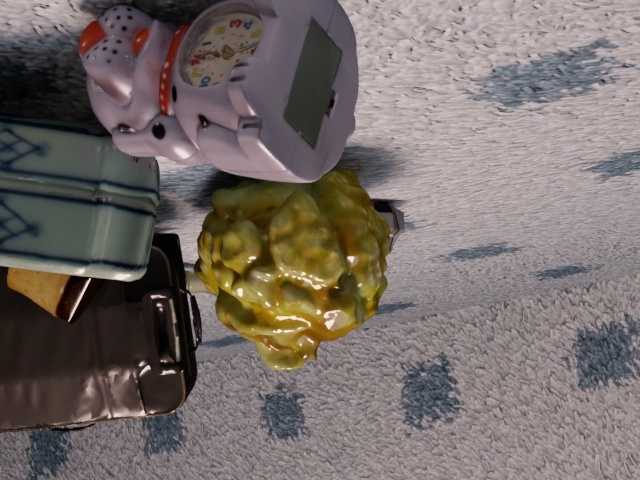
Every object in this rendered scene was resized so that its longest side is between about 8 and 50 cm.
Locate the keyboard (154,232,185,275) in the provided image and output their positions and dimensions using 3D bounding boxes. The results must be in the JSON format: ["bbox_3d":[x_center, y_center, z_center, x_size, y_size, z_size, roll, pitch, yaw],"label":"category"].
[{"bbox_3d":[-0.404,0.025,1.803,0.381,0.041,0.103,-3,131,0],"label":"keyboard"}]

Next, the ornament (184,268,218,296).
[{"bbox_3d":[-0.205,0.078,2.239,0.156,0.081,0.075,4,-162,-32],"label":"ornament"}]

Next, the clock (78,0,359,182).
[{"bbox_3d":[-0.113,-0.146,1.069,0.254,0.188,0.189,3,175,29],"label":"clock"}]

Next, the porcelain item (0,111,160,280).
[{"bbox_3d":[-0.312,-0.048,1.219,0.281,0.157,0.286,9,179,-4],"label":"porcelain item"}]

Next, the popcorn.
[{"bbox_3d":[-0.039,0.025,1.672,0.279,0.274,0.335,-35,178,-4],"label":"popcorn"}]

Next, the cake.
[{"bbox_3d":[-0.351,-0.012,1.516,0.178,0.185,0.207,31,-178,-6],"label":"cake"}]

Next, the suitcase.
[{"bbox_3d":[-0.390,0.143,1.705,0.434,0.283,0.194,-7,-174,4],"label":"suitcase"}]

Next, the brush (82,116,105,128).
[{"bbox_3d":[-0.196,-0.138,1.356,0.164,0.014,0.051,-6,169,-13],"label":"brush"}]

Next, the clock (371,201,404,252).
[{"bbox_3d":[0.000,0.000,1.959,0.186,0.083,0.253,1,166,-34],"label":"clock"}]
